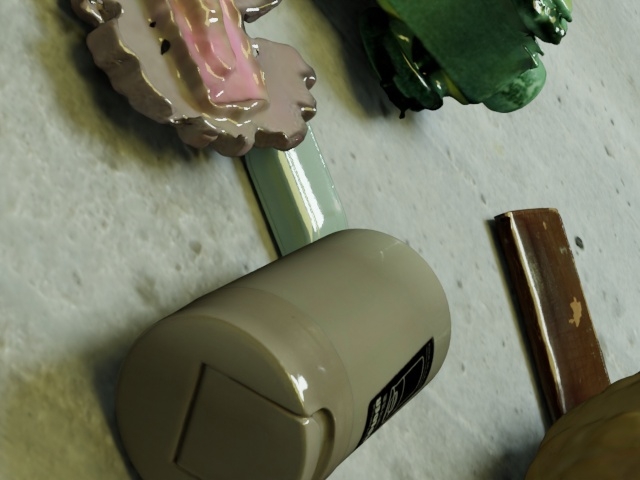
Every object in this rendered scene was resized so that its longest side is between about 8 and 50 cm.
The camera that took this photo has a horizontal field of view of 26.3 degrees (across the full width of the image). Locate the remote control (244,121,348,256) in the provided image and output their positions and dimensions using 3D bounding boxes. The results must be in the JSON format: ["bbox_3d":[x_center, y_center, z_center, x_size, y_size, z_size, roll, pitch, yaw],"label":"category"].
[{"bbox_3d":[0.000,0.000,0.845,0.061,0.029,0.162,-24,92,-56],"label":"remote control"}]

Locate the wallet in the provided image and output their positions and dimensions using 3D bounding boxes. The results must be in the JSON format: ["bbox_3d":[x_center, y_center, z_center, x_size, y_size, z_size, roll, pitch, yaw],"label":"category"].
[{"bbox_3d":[0.187,0.061,1.097,0.095,0.026,0.176,-8,79,-51],"label":"wallet"}]

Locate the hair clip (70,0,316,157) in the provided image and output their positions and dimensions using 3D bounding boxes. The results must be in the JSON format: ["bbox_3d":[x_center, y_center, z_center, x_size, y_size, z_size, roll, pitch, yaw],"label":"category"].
[{"bbox_3d":[-0.084,-0.192,0.782,0.173,0.069,0.300,-11,90,-50],"label":"hair clip"}]

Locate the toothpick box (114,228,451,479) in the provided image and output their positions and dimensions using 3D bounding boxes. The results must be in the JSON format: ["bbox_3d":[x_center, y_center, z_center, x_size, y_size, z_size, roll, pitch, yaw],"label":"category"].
[{"bbox_3d":[-0.014,0.065,0.713,0.180,0.111,0.111,-28,97,-59],"label":"toothpick box"}]

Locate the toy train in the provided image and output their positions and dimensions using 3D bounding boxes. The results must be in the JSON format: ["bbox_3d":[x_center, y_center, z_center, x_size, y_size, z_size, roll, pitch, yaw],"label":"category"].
[{"bbox_3d":[0.047,-0.257,0.959,0.369,0.150,0.237,46,31,-33],"label":"toy train"}]

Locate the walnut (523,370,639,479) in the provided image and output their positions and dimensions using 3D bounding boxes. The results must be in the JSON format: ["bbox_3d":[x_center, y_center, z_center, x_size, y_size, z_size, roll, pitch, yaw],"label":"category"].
[{"bbox_3d":[0.282,0.205,0.942,0.296,0.285,0.285,14,61,-46],"label":"walnut"}]
